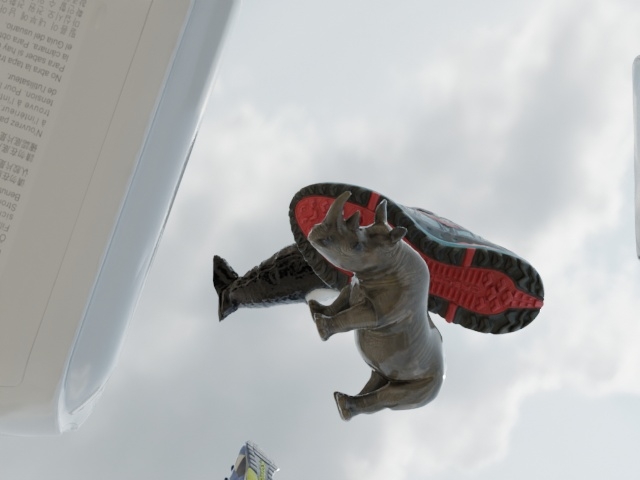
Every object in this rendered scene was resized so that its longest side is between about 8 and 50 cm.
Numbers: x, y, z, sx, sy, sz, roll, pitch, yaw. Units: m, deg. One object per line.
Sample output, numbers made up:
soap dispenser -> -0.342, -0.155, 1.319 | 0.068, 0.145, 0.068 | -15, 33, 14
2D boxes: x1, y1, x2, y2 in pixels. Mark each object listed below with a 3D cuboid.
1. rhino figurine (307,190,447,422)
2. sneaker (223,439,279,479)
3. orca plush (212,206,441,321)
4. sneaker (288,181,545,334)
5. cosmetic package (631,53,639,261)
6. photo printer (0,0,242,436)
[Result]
rhino figurine -> 0.045, 0.056, 1.307 | 0.106, 0.243, 0.073 | -17, -146, -4
sneaker -> -0.085, 0.276, 1.765 | 0.059, 0.053, 0.144 | -48, -173, 13
orca plush -> 0.000, 0.000, 1.742 | 0.287, 0.102, 0.151 | -7, -147, 26
sneaker -> 0.088, 0.018, 1.517 | 0.125, 0.262, 0.104 | -92, -153, -81
cosmetic package -> 0.455, -0.062, 1.029 | 0.230, 0.453, 0.161 | -92, 180, -87
photo printer -> -0.212, -0.045, 0.937 | 0.107, 0.256, 0.307 | 12, 97, -78
